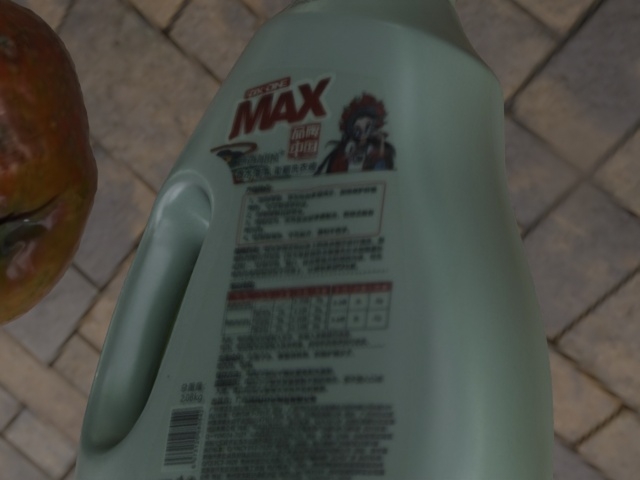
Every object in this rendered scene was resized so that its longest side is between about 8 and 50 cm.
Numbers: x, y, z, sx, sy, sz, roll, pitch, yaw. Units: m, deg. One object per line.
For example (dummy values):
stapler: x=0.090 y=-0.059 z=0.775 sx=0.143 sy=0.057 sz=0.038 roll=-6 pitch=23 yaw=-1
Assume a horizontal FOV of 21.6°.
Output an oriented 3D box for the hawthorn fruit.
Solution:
hawthorn fruit: x=-0.275 y=-0.048 z=1.042 sx=0.261 sy=0.258 sz=0.258 roll=2 pitch=144 yaw=-25

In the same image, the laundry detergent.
laundry detergent: x=0.000 y=0.000 z=0.883 sx=0.264 sy=0.398 sz=0.124 roll=-8 pitch=156 yaw=33
